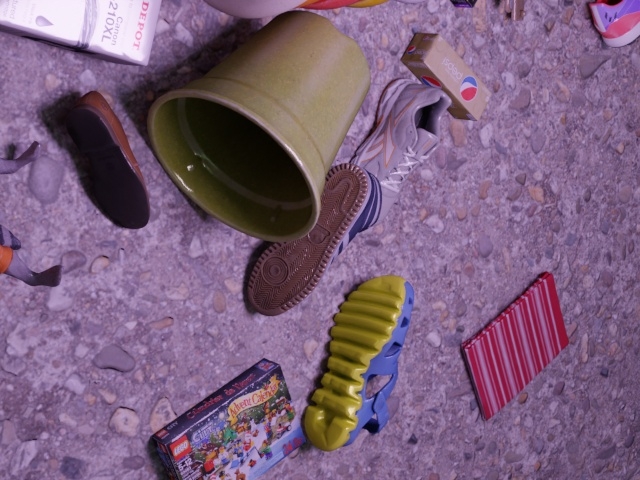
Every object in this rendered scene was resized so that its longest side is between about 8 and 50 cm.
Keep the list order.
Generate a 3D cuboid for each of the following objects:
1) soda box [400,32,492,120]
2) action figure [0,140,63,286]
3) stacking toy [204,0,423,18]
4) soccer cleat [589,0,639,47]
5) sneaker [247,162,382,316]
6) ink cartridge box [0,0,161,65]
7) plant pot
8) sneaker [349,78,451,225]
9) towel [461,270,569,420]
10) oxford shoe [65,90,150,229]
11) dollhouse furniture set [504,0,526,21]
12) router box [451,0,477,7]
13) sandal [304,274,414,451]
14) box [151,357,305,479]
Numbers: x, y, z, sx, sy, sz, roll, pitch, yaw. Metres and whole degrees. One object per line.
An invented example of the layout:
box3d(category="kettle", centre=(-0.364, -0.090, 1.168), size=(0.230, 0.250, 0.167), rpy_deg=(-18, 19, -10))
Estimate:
box3d(category="soda box", centre=(0.221, -0.284, 1.830), size=(0.181, 0.058, 0.061), rpy_deg=(39, 75, -40))
box3d(category="action figure", centre=(-0.480, 0.012, 1.231), size=(0.330, 0.178, 0.342), rpy_deg=(1, 74, -36))
box3d(category="stacking toy", centre=(0.049, -0.452, 1.506), size=(0.479, 0.350, 0.351), rpy_deg=(4, 97, -53))
box3d(category="soccer cleat", centre=(0.648, -0.537, 2.108), size=(0.116, 0.108, 0.318), rpy_deg=(45, 73, -33))
box3d(category="sneaker", centre=(0.000, 0.000, 1.679), size=(0.282, 0.099, 0.153), rpy_deg=(-54, 169, 13))
box3d(category="ink cartridge box", centre=(-0.321, -0.332, 1.327), size=(0.237, 0.100, 0.172), rpy_deg=(10, 94, -41))
box3d(category="plant pot", centre=(-0.063, -0.184, 1.503), size=(0.254, 0.276, 0.276), rpy_deg=(-56, 130, -31))
box3d(category="sneaker", centre=(0.133, -0.145, 1.744), size=(0.099, 0.121, 0.263), rpy_deg=(22, 85, -40))
box3d(category="towel", centre=(0.396, 0.209, 2.113), size=(0.275, 0.031, 0.199), rpy_deg=(-37, 124, -26))
box3d(category="oxford shoe", centre=(-0.278, -0.110, 1.442), size=(0.076, 0.076, 0.212), rpy_deg=(-81, 161, -52))
box3d(category="dollhouse furniture set", centre=(0.407, -0.449, 1.858), size=(0.144, 0.151, 0.123), rpy_deg=(-27, 120, -60))
box3d(category="router box", centre=(0.256, -0.513, 1.814), size=(0.133, 0.046, 0.179), rpy_deg=(41, 73, -39))
box3d(category="sandal", centre=(0.083, 0.210, 1.796), size=(0.138, 0.126, 0.318), rpy_deg=(19, 96, -45))
box3d(category="box", centre=(-0.141, 0.316, 1.669), size=(0.233, 0.044, 0.159), rpy_deg=(-33, 120, -31))
